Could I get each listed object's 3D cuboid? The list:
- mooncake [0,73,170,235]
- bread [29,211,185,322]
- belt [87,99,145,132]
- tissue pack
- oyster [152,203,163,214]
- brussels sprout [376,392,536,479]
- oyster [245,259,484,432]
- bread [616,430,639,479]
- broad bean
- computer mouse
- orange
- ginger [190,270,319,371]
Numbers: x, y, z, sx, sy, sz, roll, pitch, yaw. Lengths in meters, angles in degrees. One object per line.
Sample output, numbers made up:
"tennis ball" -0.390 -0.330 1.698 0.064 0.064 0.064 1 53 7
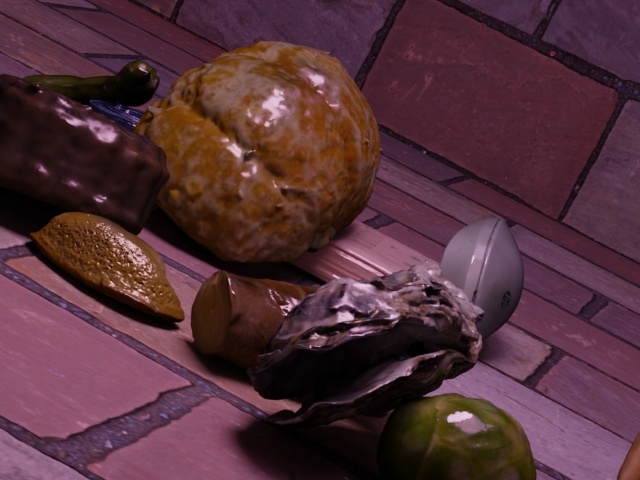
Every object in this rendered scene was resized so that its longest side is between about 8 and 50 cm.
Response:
"mooncake" -0.277 -0.094 1.885 0.228 0.124 0.228 23 -3 1
"bread" -0.197 0.021 1.774 0.188 0.065 0.149 31 7 32
"belt" -0.237 -0.133 2.334 0.190 0.082 0.141 14 12 -46
"tissue pack" 0.000 0.000 2.279 0.325 0.071 0.170 28 13 8
"oyster" -0.207 -0.067 2.209 0.098 0.037 0.100 0 29 -48
"brussels sprout" 0.126 0.195 1.549 0.155 0.117 0.155 13 20 -5
"oyster" 0.052 0.094 1.611 0.162 0.158 0.351 2 16 26
"bread" 0.429 0.279 1.792 0.241 0.136 0.107 32 13 36
"broad bean" -0.314 -0.212 2.389 0.292 0.049 0.144 1 -5 34
"computer mouse" 0.220 0.056 2.278 0.097 0.159 0.288 13 9 17
"orange" -0.064 -0.132 2.148 0.271 0.210 0.369 38 39 17
"ginger" -0.009 0.094 1.735 0.263 0.109 0.116 16 50 -38
